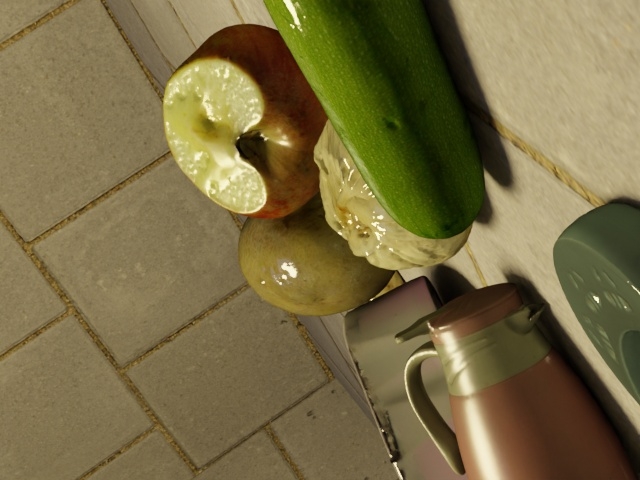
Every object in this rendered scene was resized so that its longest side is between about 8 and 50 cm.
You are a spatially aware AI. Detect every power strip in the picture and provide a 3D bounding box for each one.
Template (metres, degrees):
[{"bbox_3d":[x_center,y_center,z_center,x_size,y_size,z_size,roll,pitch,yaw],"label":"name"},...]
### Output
[{"bbox_3d":[0.200,0.038,0.817,0.137,0.044,0.216,54,174,15],"label":"power strip"}]

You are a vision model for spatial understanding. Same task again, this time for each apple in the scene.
[{"bbox_3d":[-0.061,-0.125,1.363,0.173,0.160,0.195,27,130,51],"label":"apple"}]

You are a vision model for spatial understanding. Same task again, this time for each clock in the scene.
[{"bbox_3d":[0.137,0.200,1.469,0.338,0.102,0.338,-25,-90,-84],"label":"clock"}]

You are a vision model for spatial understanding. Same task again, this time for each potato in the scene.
[{"bbox_3d":[0.000,0.000,1.471,0.235,0.178,0.160,-89,10,-74],"label":"potato"}]

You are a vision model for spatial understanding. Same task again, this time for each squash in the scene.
[{"bbox_3d":[0.033,-0.134,0.924,0.101,0.101,0.378,48,175,48],"label":"squash"}]

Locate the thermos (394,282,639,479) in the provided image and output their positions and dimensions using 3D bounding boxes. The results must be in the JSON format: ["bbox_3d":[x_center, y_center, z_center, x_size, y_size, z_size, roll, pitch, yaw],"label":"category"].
[{"bbox_3d":[0.175,0.172,1.199,0.176,0.146,0.265,-22,97,39],"label":"thermos"}]

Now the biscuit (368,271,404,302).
[{"bbox_3d":[0.042,0.007,1.766,0.188,0.056,0.052,55,174,10],"label":"biscuit"}]

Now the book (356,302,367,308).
[{"bbox_3d":[0.131,0.160,1.992,0.352,0.035,0.239,53,171,24],"label":"book"}]

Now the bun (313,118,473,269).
[{"bbox_3d":[0.056,-0.045,1.152,0.164,0.111,0.188,62,174,-29],"label":"bun"}]
